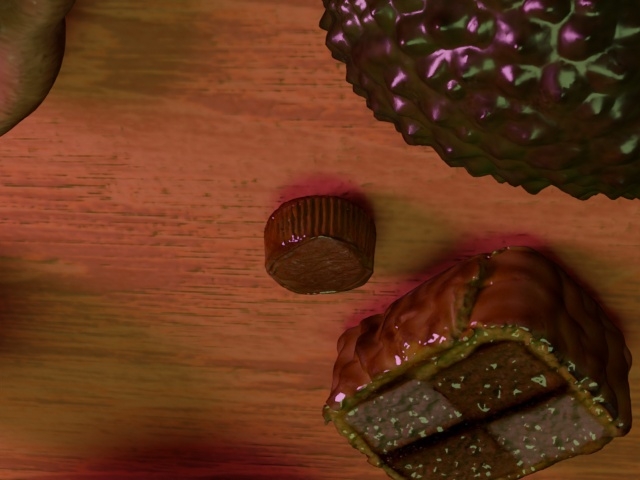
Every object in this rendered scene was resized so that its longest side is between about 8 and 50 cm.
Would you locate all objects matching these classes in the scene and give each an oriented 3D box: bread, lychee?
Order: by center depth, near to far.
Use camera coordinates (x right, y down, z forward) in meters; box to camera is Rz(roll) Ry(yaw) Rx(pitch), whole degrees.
[{"bbox_3d":[0.147,-0.148,0.766,0.319,0.270,0.270,14,139,26],"label":"lychee"},{"bbox_3d":[0.000,0.000,1.088,0.085,0.053,0.085,2,145,1],"label":"bread"},{"bbox_3d":[0.115,0.106,1.136,0.181,0.096,0.222,39,131,-24],"label":"bread"}]

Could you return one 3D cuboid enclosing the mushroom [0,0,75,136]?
[{"bbox_3d":[-0.268,-0.168,0.916,0.278,0.146,0.278,-3,136,-3],"label":"mushroom"}]
